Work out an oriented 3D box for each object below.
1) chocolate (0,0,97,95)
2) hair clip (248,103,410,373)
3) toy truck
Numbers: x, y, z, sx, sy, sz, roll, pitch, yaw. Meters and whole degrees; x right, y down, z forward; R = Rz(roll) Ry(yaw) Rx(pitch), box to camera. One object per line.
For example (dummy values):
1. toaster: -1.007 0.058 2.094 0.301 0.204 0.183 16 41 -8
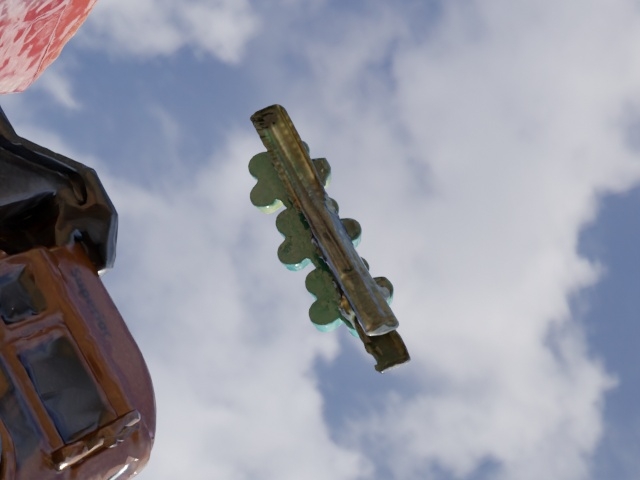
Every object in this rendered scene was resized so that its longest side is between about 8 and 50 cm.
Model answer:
1. chocolate: -0.205 -0.192 1.192 0.108 0.237 0.235 44 -67 8
2. hair clip: -0.001 0.001 0.989 0.049 0.049 0.173 -29 -128 2
3. toy truck: -0.114 -0.010 0.428 0.083 0.092 0.192 -35 -99 37
